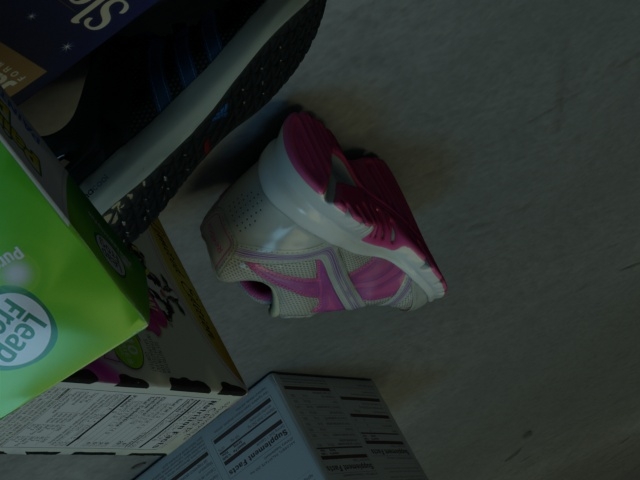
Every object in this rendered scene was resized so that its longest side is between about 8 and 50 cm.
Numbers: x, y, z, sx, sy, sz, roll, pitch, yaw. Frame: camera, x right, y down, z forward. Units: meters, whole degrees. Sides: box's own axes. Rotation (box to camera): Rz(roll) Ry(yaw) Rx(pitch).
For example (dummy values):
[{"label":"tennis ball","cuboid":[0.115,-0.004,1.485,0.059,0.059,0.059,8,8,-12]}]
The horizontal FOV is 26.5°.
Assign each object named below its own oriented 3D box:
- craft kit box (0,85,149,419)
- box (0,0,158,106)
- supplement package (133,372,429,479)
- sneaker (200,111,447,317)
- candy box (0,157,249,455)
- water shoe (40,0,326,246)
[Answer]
[{"label":"craft kit box","cuboid":[-0.233,-0.003,0.491,0.250,0.061,0.246,-33,118,5]},{"label":"box","cuboid":[-0.118,-0.129,0.580,0.225,0.036,0.136,-34,157,11]},{"label":"supplement package","cuboid":[-0.056,0.263,1.323,0.262,0.145,0.204,-39,156,21]},{"label":"sneaker","cuboid":[0.000,0.000,0.923,0.111,0.103,0.252,-32,151,15]},{"label":"candy box","cuboid":[-0.152,0.026,0.699,0.071,0.159,0.233,-37,157,18]},{"label":"water shoe","cuboid":[-0.076,-0.085,0.683,0.203,0.080,0.073,-49,168,-23]}]
